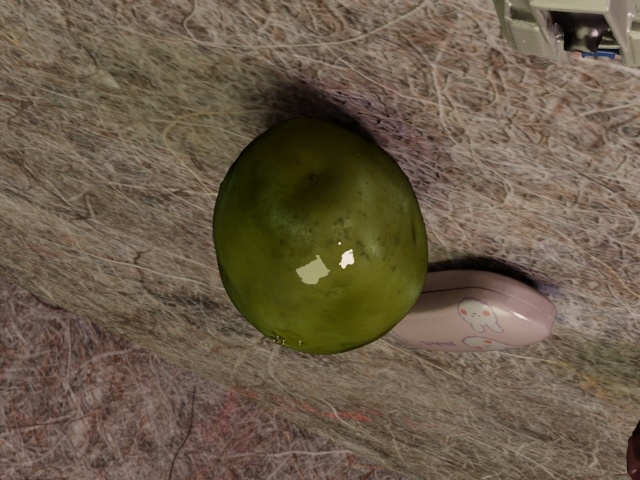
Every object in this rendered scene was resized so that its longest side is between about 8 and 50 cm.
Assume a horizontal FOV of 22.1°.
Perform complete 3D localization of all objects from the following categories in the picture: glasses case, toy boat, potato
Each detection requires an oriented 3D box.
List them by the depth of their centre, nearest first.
[{"bbox_3d":[0.145,-0.193,0.950,0.129,0.088,0.295,8,157,20],"label":"toy boat"},{"bbox_3d":[0.000,-0.003,1.561,0.215,0.216,0.304,18,155,8],"label":"potato"},{"bbox_3d":[0.154,0.082,1.874,0.113,0.075,0.297,26,164,-24],"label":"glasses case"}]

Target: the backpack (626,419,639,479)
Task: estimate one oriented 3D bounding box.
[{"bbox_3d":[0.507,0.277,1.871,0.317,0.197,0.283,26,165,1],"label":"backpack"}]
